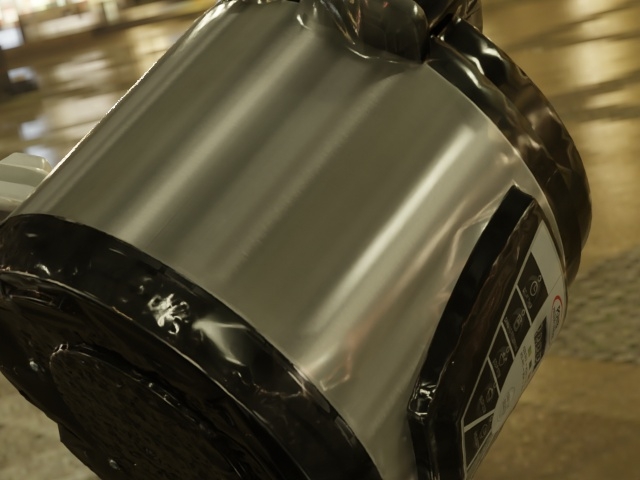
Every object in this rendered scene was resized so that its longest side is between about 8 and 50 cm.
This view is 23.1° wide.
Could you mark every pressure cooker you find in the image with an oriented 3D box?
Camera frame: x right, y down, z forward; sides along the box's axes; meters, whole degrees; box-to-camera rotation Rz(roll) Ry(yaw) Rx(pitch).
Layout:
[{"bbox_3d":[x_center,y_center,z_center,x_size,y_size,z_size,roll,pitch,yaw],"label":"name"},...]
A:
[{"bbox_3d":[-0.005,-0.004,1.178,0.370,0.375,0.420,-10,35,55],"label":"pressure cooker"}]

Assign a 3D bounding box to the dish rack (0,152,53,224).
[{"bbox_3d":[-0.328,-0.006,1.468,0.285,0.072,0.333,8,-23,9],"label":"dish rack"}]
